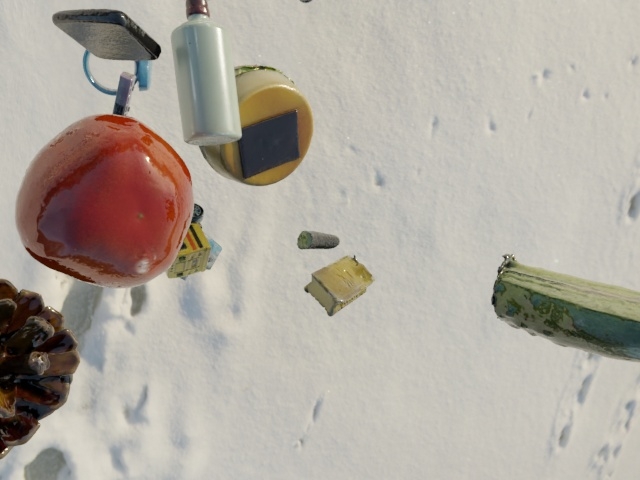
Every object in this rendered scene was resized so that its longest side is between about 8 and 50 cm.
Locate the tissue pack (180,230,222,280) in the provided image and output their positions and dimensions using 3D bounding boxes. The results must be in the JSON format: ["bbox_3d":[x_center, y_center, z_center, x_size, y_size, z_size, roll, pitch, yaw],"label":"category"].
[{"bbox_3d":[-0.450,0.016,1.474,0.229,0.159,0.145,48,53,-41],"label":"tissue pack"}]

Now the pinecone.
[{"bbox_3d":[-0.613,0.242,0.865,0.384,0.384,0.384,-12,114,-28],"label":"pinecone"}]

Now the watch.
[{"bbox_3d":[-0.613,-0.539,1.464,0.193,0.211,0.211,0,109,-23],"label":"watch"}]

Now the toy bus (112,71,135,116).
[{"bbox_3d":[-0.514,-0.370,1.257,0.037,0.052,0.131,17,120,-17],"label":"toy bus"}]

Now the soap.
[{"bbox_3d":[0.067,0.139,1.569,0.233,0.135,0.076,-25,154,-49],"label":"soap"}]

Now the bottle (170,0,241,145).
[{"bbox_3d":[-0.202,-0.295,0.845,0.104,0.104,0.245,-9,95,-29],"label":"bottle"}]

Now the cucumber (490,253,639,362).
[{"bbox_3d":[0.423,0.124,0.710,0.105,0.325,0.145,-46,136,-39],"label":"cucumber"}]

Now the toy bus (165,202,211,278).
[{"bbox_3d":[-0.365,-0.078,1.132,0.123,0.335,0.121,-20,156,-29],"label":"toy bus"}]

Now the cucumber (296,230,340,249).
[{"bbox_3d":[0.000,0.000,1.384,0.214,0.058,0.052,2,76,-64],"label":"cucumber"}]

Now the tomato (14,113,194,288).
[{"bbox_3d":[-0.299,-0.051,0.713,0.259,0.180,0.260,-15,115,-35],"label":"tomato"}]

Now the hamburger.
[{"bbox_3d":[-0.157,-0.276,1.153,0.300,0.176,0.300,-25,133,-30],"label":"hamburger"}]

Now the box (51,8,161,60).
[{"bbox_3d":[-0.338,-0.329,0.770,0.125,0.126,0.027,32,64,-77],"label":"box"}]

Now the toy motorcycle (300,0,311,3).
[{"bbox_3d":[-0.015,-0.579,0.877,0.110,0.171,0.260,-2,123,-37],"label":"toy motorcycle"}]
